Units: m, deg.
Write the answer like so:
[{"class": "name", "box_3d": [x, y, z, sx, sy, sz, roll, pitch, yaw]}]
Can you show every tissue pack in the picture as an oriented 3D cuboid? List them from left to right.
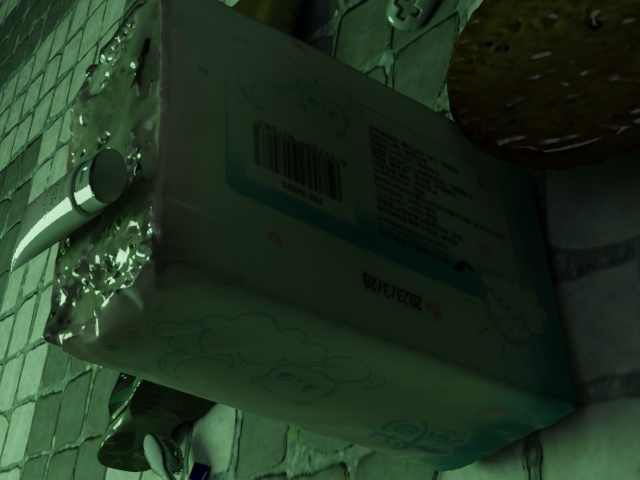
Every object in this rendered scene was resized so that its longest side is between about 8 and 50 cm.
[{"class": "tissue pack", "box_3d": [0.000, 0.002, 0.576, 0.124, 0.271, 0.201, -42, 39, 34]}]

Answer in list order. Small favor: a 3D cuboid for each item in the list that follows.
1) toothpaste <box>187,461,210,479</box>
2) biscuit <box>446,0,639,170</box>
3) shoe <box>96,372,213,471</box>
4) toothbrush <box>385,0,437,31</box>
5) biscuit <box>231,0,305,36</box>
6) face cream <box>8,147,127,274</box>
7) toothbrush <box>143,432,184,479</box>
[{"class": "toothpaste", "box_3d": [-0.113, 0.226, 0.872, 0.024, 0.015, 0.083, 1, 67, 51]}, {"class": "biscuit", "box_3d": [0.158, -0.116, 0.595, 0.188, 0.027, 0.187, -24, 43, 24]}, {"class": "shoe", "box_3d": [-0.149, 0.127, 0.943, 0.169, 0.071, 0.099, -53, 30, 30]}, {"class": "toothbrush", "box_3d": [0.164, -0.335, 0.760, 0.417, 0.042, 0.040, -57, -8, 18]}, {"class": "biscuit", "box_3d": [-0.106, -0.115, 1.013, 0.217, 0.044, 0.324, -28, 40, 47]}, {"class": "face cream", "box_3d": [-0.122, -0.013, 0.490, 0.115, 0.020, 0.038, -24, 53, 52]}, {"class": "toothbrush", "box_3d": [-0.084, 0.235, 0.800, 0.288, 0.026, 0.024, 44, 113, 54]}]
